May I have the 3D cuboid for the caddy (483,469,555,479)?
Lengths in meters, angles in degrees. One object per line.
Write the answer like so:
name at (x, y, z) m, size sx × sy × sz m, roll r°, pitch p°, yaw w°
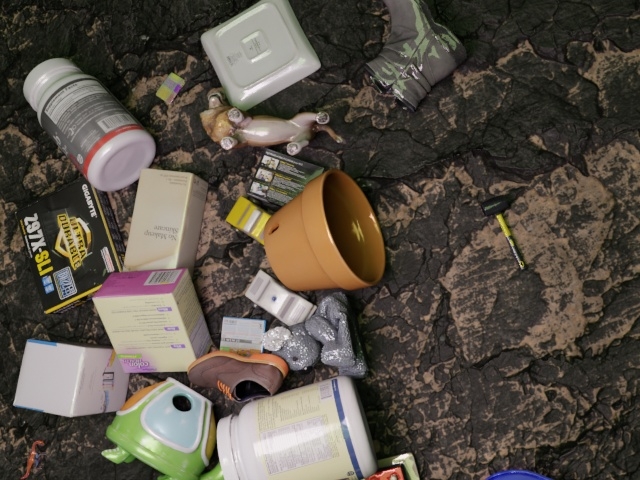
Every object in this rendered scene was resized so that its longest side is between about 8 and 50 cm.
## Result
caddy at (0.483, 0.638, 1.368) m, size 0.341 × 0.179 × 0.242 m, roll 18°, pitch 110°, yaw 16°

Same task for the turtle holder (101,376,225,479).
turtle holder at (-0.348, 0.481, 1.562) m, size 0.320 × 0.243 × 0.228 m, roll 23°, pitch 69°, yaw 20°

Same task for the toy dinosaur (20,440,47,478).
toy dinosaur at (-0.774, 0.587, 1.738) m, size 0.047 × 0.090 × 0.082 m, roll 9°, pitch 115°, yaw 0°

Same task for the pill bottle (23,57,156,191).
pill bottle at (-0.642, -0.325, 1.772) m, size 0.210 × 0.210 × 0.363 m, roll -46°, pitch 74°, yaw 3°

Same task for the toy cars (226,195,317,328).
toy cars at (-0.138, 0.053, 1.653) m, size 0.176 × 0.087 × 0.394 m, roll -19°, pitch 78°, yaw 11°

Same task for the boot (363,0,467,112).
boot at (0.189, -0.510, 1.636) m, size 0.222 × 0.118 × 0.338 m, roll -41°, pitch 79°, yaw 6°

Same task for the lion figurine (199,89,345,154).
lion figurine at (-0.130, -0.291, 1.672) m, size 0.391 × 0.240 × 0.142 m, roll 10°, pitch 101°, yaw -1°

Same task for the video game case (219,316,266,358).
video game case at (-0.205, 0.287, 1.670) m, size 0.119 × 0.015 × 0.167 m, roll 3°, pitch 82°, yaw 14°

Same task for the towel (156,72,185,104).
towel at (-0.431, -0.437, 1.841) m, size 0.060 × 0.009 × 0.083 m, roll 33°, pitch 90°, yaw 17°

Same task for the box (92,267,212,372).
box at (-0.416, 0.204, 1.619) m, size 0.213 × 0.117 × 0.243 m, roll -5°, pitch 119°, yaw 13°

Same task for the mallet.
mallet at (0.460, -0.021, 1.549) m, size 0.062 × 0.039 × 0.190 m, roll -30°, pitch 80°, yaw 5°

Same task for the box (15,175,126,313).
box at (-0.692, 0.012, 1.802) m, size 0.257 × 0.079 × 0.322 m, roll -25°, pitch 77°, yaw 11°

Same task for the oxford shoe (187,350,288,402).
oxford shoe at (-0.214, 0.328, 1.524) m, size 0.271 × 0.098 × 0.097 m, roll -9°, pitch 123°, yaw 26°

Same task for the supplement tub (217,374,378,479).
supplement tub at (-0.051, 0.462, 1.472) m, size 0.324 × 0.235 × 0.236 m, roll -17°, pitch 78°, yaw 2°

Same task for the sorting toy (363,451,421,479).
sorting toy at (0.123, 0.655, 1.494) m, size 0.256 × 0.089 × 0.256 m, roll -17°, pitch 78°, yaw 10°

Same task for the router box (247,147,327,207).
router box at (-0.088, -0.153, 1.694) m, size 0.178 × 0.046 × 0.133 m, roll 21°, pitch 86°, yaw 16°

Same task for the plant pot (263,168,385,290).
plant pot at (0.000, 0.000, 1.544) m, size 0.203 × 0.290 × 0.291 m, roll -22°, pitch 76°, yaw 26°

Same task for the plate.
plate at (-0.176, -0.531, 1.776) m, size 0.277 × 0.045 × 0.278 m, roll -28°, pitch 77°, yaw 9°

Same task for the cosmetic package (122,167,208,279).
cosmetic package at (-0.415, -0.026, 1.721) m, size 0.160 × 0.113 × 0.310 m, roll 6°, pitch 82°, yaw 14°

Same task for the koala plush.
koala plush at (-0.019, 0.244, 1.552) m, size 0.221 × 0.196 × 0.204 m, roll -17°, pitch 63°, yaw 11°

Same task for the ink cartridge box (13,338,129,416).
ink cartridge box at (-0.625, 0.350, 1.651) m, size 0.171 × 0.232 × 0.169 m, roll 5°, pitch 80°, yaw 15°
